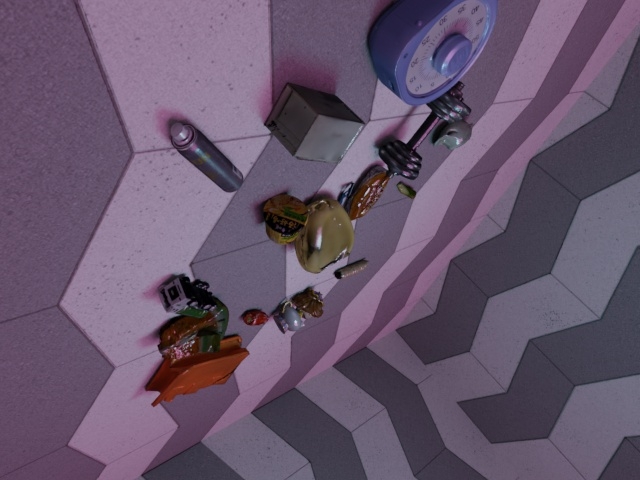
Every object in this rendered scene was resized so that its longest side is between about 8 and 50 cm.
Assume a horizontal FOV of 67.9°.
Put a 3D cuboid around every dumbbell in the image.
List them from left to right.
[{"bbox_3d":[0.365,-0.387,1.688,0.179,0.179,0.406,-1,134,-54],"label":"dumbbell"}]

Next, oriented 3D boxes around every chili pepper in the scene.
[{"bbox_3d":[-0.292,0.348,2.126,0.123,0.073,0.070,21,74,-65],"label":"chili pepper"}]

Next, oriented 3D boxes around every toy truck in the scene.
[{"bbox_3d":[-0.451,0.205,1.630,0.125,0.101,0.242,-30,159,6],"label":"toy truck"}]

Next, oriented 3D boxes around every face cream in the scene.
[{"bbox_3d":[-0.285,-0.207,1.198,0.073,0.073,0.283,-40,155,1],"label":"face cream"}]

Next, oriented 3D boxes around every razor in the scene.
[{"bbox_3d":[0.081,-0.124,1.895,0.253,0.042,0.082,108,3,-52],"label":"razor"}]

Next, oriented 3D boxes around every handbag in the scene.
[{"bbox_3d":[-0.534,0.570,2.110,0.410,0.116,0.303,0,137,-54],"label":"handbag"}]

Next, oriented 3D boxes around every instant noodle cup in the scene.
[{"bbox_3d":[-0.125,-0.063,1.599,0.151,0.151,0.122,-27,163,-26],"label":"instant noodle cup"}]

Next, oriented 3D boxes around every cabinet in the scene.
[{"bbox_3d":[-0.017,-0.315,1.309,0.206,0.145,0.150,-6,139,-50],"label":"cabinet"}]

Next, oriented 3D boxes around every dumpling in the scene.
[{"bbox_3d":[0.560,-0.426,1.979,0.219,0.108,0.152,-21,149,-31],"label":"dumpling"}]

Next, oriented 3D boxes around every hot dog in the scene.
[{"bbox_3d":[0.182,-0.182,1.897,0.144,0.075,0.268,-17,150,-45],"label":"hot dog"}]

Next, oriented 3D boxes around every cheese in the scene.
[{"bbox_3d":[0.009,-0.030,1.812,0.259,0.128,0.316,-39,143,-21],"label":"cheese"}]

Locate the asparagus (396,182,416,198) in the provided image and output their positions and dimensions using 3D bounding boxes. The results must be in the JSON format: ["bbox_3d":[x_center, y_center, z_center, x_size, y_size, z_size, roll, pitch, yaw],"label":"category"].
[{"bbox_3d":[0.391,-0.225,2.158,0.045,0.041,0.178,-55,151,13],"label":"asparagus"}]

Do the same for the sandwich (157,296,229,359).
[{"bbox_3d":[-0.467,0.366,1.799,0.301,0.162,0.250,-22,146,-40],"label":"sandwich"}]

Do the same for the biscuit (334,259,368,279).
[{"bbox_3d":[0.163,0.151,2.447,0.219,0.055,0.061,-19,167,-41],"label":"biscuit"}]

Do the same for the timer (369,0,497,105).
[{"bbox_3d":[0.341,-0.561,1.372,0.395,0.173,0.395,-32,154,-18],"label":"timer"}]

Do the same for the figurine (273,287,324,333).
[{"bbox_3d":[-0.093,0.341,2.312,0.263,0.142,0.189,-30,131,-21],"label":"figurine"}]
